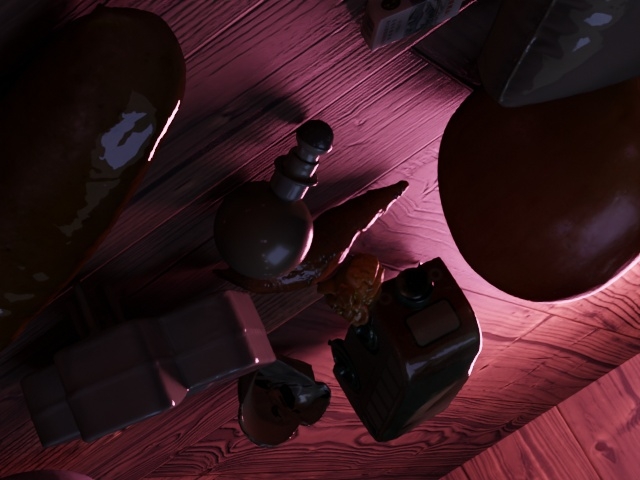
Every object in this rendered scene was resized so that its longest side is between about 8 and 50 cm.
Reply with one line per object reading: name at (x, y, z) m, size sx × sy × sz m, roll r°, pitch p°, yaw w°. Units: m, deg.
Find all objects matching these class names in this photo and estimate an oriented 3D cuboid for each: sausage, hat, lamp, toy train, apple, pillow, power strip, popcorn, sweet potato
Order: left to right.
sausage at (-0.250, 0.007, 1.234) m, size 0.136 × 0.123 × 0.501 m, roll 25°, pitch 129°, yaw -34°
power strip at (-0.184, 0.108, 1.653) m, size 0.230 × 0.141 × 0.261 m, roll -23°, pitch 175°, yaw 6°
hat at (-0.059, 0.199, 2.083) m, size 0.081 × 0.122 × 0.166 m, roll -21°, pitch -163°, yaw 26°
lamp at (-0.033, -0.041, 1.535) m, size 0.091 × 0.091 × 0.163 m, roll -9°, pitch 138°, yaw -50°
sweet potato at (0.002, 0.006, 1.739) m, size 0.226 × 0.068 × 0.068 m, roll -27°, pitch 163°, yaw -11°
popcorn at (0.044, 0.063, 1.944) m, size 0.084 × 0.084 × 0.084 m, roll -27°, pitch 163°, yaw -9°
toy train at (0.104, 0.138, 2.128) m, size 0.129 × 0.159 × 0.326 m, roll -26°, pitch 162°, yaw -18°
apple at (0.243, -0.070, 1.629) m, size 0.242 × 0.242 × 0.241 m, roll -11°, pitch 160°, yaw -47°
pillow at (0.295, -0.235, 1.432) m, size 0.322 × 0.119 × 0.255 m, roll -17°, pitch 151°, yaw -33°

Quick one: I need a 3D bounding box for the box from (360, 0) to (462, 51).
box at (0.075, -0.188, 1.374) m, size 0.083 × 0.024 × 0.054 m, roll -25°, pitch 161°, yaw -16°

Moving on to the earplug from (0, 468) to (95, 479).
earplug at (-0.359, 0.365, 1.978) m, size 0.214 × 0.175 × 0.325 m, roll -31°, pitch 174°, yaw 13°
